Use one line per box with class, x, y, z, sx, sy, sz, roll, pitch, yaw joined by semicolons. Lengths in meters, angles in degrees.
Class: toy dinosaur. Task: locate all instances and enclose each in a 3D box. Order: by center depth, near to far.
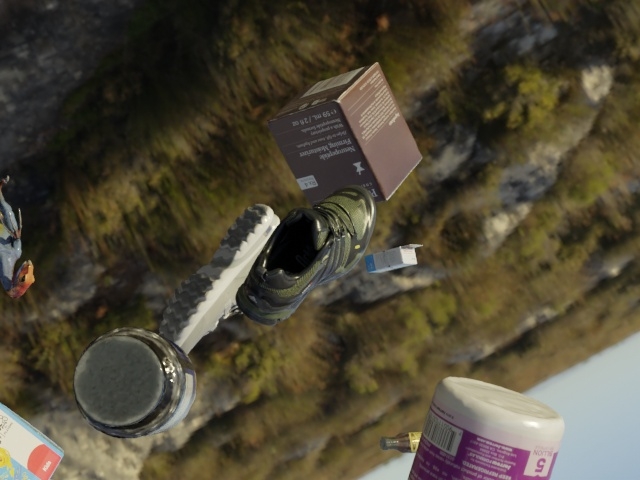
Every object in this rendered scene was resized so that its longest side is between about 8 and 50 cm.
toy dinosaur;-0.198;0.001;0.629;0.047;0.082;0.090;-29;166;9

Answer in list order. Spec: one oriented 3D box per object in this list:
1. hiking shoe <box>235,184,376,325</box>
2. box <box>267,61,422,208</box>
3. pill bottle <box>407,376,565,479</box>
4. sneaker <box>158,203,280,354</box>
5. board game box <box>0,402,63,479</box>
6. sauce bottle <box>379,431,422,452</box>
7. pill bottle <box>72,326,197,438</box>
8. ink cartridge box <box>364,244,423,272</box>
hiking shoe;0.000;0.000;1.117;0.227;0.086;0.114;-47;169;-34
box;0.046;-0.180;1.768;0.168;0.203;0.167;-13;-156;38
pill bottle;0.184;0.337;1.229;0.169;0.169;0.301;5;102;-67
sneaker;-0.138;0.083;1.531;0.281;0.115;0.105;-50;-150;-3
board game box;-0.414;0.332;0.907;0.302;0.086;0.308;-33;-158;35
sauce bottle;0.178;0.397;1.930;0.128;0.042;0.042;2;154;-27
pill bottle;-0.209;0.161;1.112;0.123;0.123;0.219;-26;172;-6
ink cartridge box;0.118;0.029;1.554;0.083;0.028;0.048;-16;170;31
